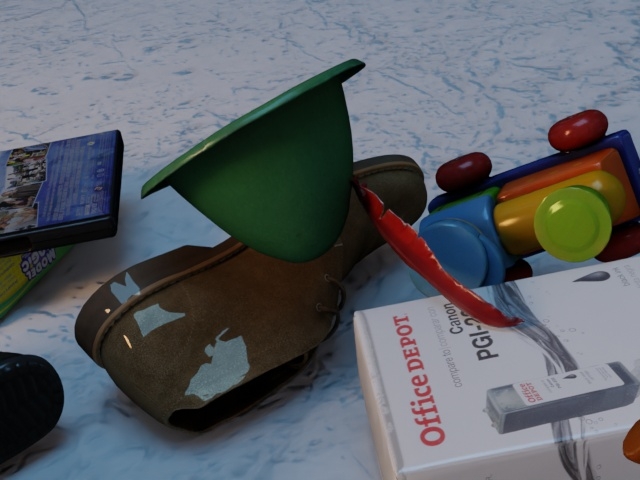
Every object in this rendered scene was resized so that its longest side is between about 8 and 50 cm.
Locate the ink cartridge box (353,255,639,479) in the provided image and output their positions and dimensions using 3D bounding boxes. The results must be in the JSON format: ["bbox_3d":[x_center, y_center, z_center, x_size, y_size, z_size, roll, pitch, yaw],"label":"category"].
[{"bbox_3d":[0.137,0.095,0.623,0.218,0.092,0.158,-12,29,0],"label":"ink cartridge box"}]

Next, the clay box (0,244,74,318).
[{"bbox_3d":[-0.285,-0.009,0.976,0.127,0.053,0.222,3,31,22],"label":"clay box"}]

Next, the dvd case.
[{"bbox_3d":[-0.295,-0.029,0.936,0.253,0.022,0.180,-11,30,-2],"label":"dvd case"}]

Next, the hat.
[{"bbox_3d":[0.000,0.000,0.720,0.173,0.183,0.208,-31,4,7],"label":"hat"}]

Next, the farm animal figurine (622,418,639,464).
[{"bbox_3d":[0.122,0.192,0.287,0.172,0.327,0.330,38,29,-3],"label":"farm animal figurine"}]

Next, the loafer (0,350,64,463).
[{"bbox_3d":[-0.274,0.138,0.706,0.220,0.080,0.078,-24,20,-28],"label":"loafer"}]

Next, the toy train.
[{"bbox_3d":[0.180,-0.027,0.716,0.248,0.105,0.143,-19,6,24],"label":"toy train"}]

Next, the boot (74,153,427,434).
[{"bbox_3d":[-0.017,0.037,0.796,0.305,0.112,0.115,-30,60,-32],"label":"boot"}]
